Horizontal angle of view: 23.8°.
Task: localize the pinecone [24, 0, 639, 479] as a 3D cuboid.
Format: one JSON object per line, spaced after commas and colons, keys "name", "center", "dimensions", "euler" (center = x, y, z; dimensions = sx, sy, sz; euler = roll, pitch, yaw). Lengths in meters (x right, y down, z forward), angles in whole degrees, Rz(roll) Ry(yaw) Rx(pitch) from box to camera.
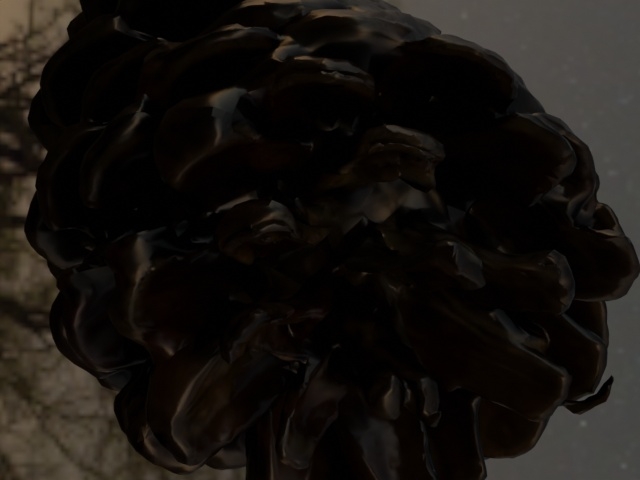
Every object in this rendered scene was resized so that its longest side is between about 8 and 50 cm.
{"name": "pinecone", "center": [-0.003, 0.006, 0.717], "dimensions": [0.242, 0.298, 0.296], "euler": [-57, -160, 7]}
